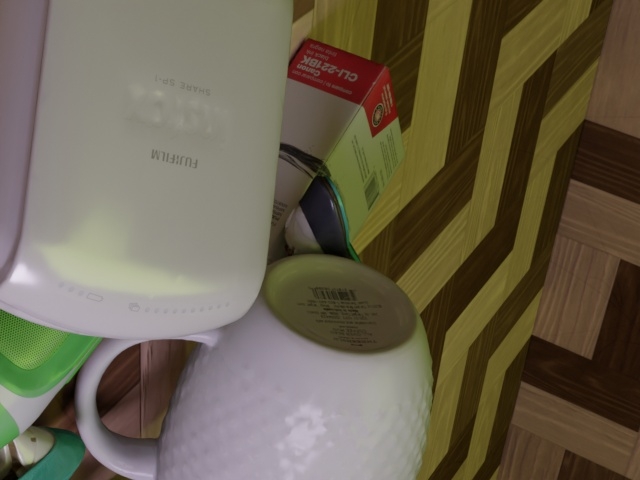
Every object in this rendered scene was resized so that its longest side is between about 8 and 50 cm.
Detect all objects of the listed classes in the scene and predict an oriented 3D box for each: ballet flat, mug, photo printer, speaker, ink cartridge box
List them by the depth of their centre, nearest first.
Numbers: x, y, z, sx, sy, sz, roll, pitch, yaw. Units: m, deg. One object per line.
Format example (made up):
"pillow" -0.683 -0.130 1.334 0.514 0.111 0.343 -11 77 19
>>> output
"photo printer" -0.146 -0.077 0.998 0.256 0.107 0.307 11 84 -44
"speaker" -0.227 0.032 1.086 0.296 0.131 0.131 -55 156 -28
"ballet flat" -0.301 0.215 1.171 0.247 0.083 0.087 -39 132 -53
"mug" -0.069 0.182 1.338 0.276 0.374 0.328 -93 -162 -56
"ballet flat" 0.000 0.000 1.369 0.074 0.074 0.203 -60 161 -17
"ink cartridge box" -0.020 -0.064 1.499 0.272 0.114 0.197 -59 157 -21
